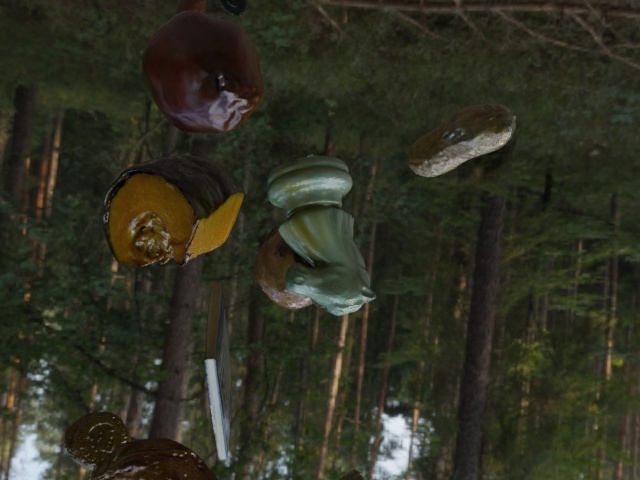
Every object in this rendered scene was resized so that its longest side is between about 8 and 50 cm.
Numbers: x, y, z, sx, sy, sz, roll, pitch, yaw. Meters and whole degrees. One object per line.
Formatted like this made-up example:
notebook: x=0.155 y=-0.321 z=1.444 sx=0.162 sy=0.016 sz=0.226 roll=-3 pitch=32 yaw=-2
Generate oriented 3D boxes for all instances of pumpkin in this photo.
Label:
pumpkin: x=-0.352 y=-0.073 z=1.503 sx=0.303 sy=0.257 sz=0.225 roll=3 pitch=-167 yaw=23

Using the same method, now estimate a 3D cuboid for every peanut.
peanut: x=0.249 y=-0.182 z=1.147 sx=0.099 sy=0.100 sz=0.214 roll=6 pitch=156 yaw=-43

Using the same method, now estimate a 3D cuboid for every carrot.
carrot: x=-0.281 y=-0.412 z=1.294 sx=0.059 sy=0.248 sz=0.059 roll=9 pitch=162 yaw=3

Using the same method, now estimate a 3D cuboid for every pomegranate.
pomegranate: x=-0.060 y=0.064 z=2.044 sx=0.322 sy=0.322 sz=0.322 roll=4 pitch=178 yaw=0

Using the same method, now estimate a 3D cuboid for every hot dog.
hot dog: x=-0.230 y=0.401 z=0.931 sx=0.175 sy=0.259 sz=0.114 roll=-27 pitch=-172 yaw=7

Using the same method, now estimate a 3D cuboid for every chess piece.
chess piece: x=0.000 y=0.000 z=1.223 sx=0.175 sy=0.298 sz=0.176 roll=-12 pitch=167 yaw=-3

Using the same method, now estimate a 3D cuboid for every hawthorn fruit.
hawthorn fruit: x=-0.192 y=-0.275 z=1.064 sx=0.208 sy=0.208 sz=0.248 roll=5 pitch=-160 yaw=-24

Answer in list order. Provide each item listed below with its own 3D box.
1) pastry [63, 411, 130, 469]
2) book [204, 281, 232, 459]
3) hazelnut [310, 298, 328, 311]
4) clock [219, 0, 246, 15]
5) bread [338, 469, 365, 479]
pastry: x=-0.395 y=0.353 z=1.119 sx=0.109 sy=0.097 sz=0.057 roll=3 pitch=166 yaw=-29
book: x=-0.286 y=0.373 z=1.802 sx=0.039 sy=0.428 sz=0.300 roll=-2 pitch=-144 yaw=-3
hazelnut: x=0.044 y=0.108 z=1.561 sx=0.143 sy=0.154 sz=0.143 roll=40 pitch=179 yaw=1
clock: x=-0.212 y=-0.576 z=1.507 sx=0.010 sy=0.074 sz=0.083 roll=-1 pitch=165 yaw=46
bread: x=0.077 y=0.795 z=1.870 sx=0.196 sy=0.138 sz=0.102 roll=-33 pitch=-157 yaw=-9
